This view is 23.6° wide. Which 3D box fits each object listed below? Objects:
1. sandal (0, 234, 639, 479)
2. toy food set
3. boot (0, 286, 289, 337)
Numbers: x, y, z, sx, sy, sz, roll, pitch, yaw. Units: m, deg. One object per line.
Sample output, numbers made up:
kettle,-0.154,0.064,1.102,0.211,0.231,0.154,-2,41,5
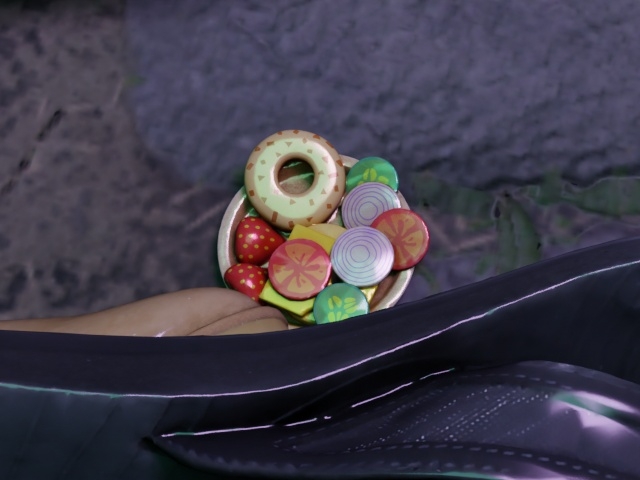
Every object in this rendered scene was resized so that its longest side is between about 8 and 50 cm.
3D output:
sandal,0.018,0.101,0.481,0.445,0.167,0.107,-6,26,-6
toy food set,0.000,0.000,0.613,0.082,0.020,0.083,22,72,11
boot,-0.168,-0.009,0.593,0.236,0.089,0.269,-27,69,-7
